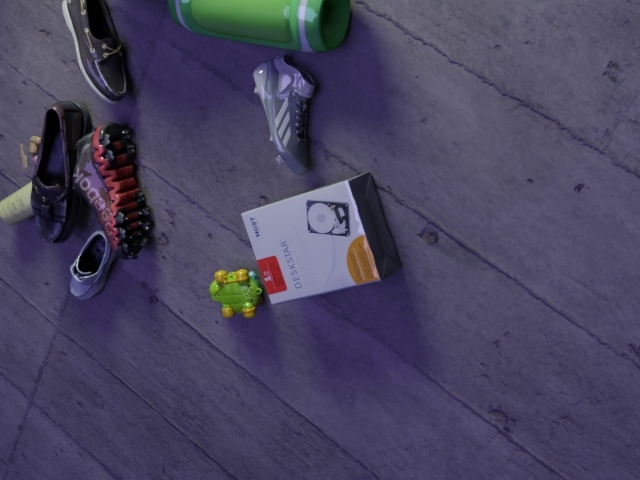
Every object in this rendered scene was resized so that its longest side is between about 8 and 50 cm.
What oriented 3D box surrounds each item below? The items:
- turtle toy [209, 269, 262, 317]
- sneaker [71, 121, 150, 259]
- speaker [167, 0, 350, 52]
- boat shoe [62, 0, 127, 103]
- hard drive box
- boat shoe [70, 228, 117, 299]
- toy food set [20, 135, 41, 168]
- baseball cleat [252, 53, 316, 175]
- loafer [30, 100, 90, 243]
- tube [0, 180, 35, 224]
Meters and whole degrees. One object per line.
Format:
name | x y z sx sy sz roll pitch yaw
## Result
turtle toy | -0.164 0.097 1.566 0.130 0.066 0.095 -3 103 31
sneaker | -0.428 -0.094 1.642 0.135 0.098 0.276 -6 100 31
speaker | -0.105 -0.391 1.351 0.297 0.131 0.131 16 112 25
boat shoe | -0.424 -0.376 1.563 0.069 0.081 0.227 -23 90 37
hard drive box | 0.000 0.000 1.430 0.232 0.089 0.181 -16 96 33
boat shoe | -0.490 0.048 1.728 0.079 0.081 0.227 46 121 10
toy food set | -0.588 -0.193 1.745 0.122 0.019 0.077 -12 85 24
baseball cleat | -0.046 -0.218 1.402 0.109 0.072 0.205 -20 98 26
loafer | -0.548 -0.138 1.665 0.109 0.095 0.302 14 100 12
tube | -0.597 -0.106 1.760 0.240 0.062 0.070 -23 133 25
